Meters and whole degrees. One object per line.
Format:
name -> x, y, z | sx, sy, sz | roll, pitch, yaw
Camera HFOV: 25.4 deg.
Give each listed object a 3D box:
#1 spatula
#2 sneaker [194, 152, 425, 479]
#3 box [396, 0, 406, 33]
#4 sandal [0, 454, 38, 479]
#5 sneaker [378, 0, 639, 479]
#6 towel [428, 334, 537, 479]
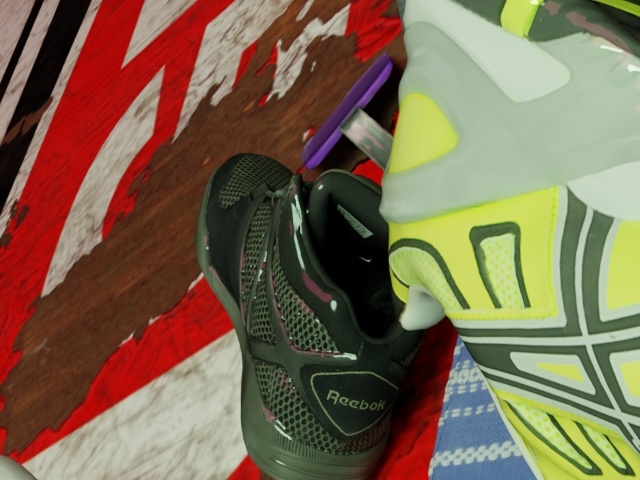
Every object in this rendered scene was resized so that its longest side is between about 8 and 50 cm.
spatula -> 0.041, -0.042, 0.760 | 0.084, 0.030, 0.296 | -51, 25, 8
sneaker -> 0.000, 0.000, 0.684 | 0.227, 0.087, 0.130 | -106, 35, -55
box -> 0.131, -0.303, 0.608 | 0.318, 0.097, 0.395 | -21, 78, 51
sandal -> -0.077, 0.241, 0.562 | 0.416, 0.102, 0.169 | 46, 115, 52
sneaker -> 0.134, 0.031, 0.373 | 0.385, 0.145, 0.147 | -130, 46, -58
towel -> 0.134, 0.049, 0.494 | 0.243, 0.040, 0.336 | -21, 43, 47
